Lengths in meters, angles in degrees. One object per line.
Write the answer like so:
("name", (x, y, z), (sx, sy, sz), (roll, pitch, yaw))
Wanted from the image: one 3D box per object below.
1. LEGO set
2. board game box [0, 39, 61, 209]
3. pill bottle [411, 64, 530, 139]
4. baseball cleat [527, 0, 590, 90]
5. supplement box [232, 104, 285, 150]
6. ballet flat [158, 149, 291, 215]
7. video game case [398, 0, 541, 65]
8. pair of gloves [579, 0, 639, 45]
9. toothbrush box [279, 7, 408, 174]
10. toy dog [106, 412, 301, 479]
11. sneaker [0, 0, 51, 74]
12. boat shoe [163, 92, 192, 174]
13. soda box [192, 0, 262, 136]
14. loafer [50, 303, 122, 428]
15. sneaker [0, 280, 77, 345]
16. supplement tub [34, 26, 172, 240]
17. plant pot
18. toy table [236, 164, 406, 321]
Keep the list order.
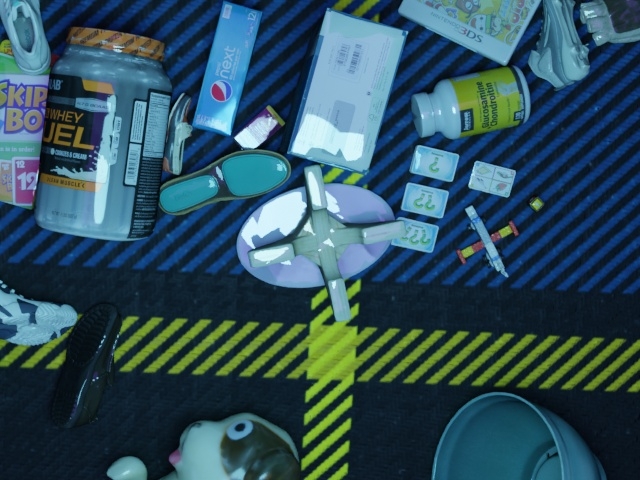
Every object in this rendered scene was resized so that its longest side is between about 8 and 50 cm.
("LEGO set", (0.262, -0.048, 1.611), (0.244, 0.060, 0.182), (14, 99, -7))
("board game box", (-0.502, -0.192, 1.539), (0.124, 0.039, 0.259), (16, 92, -7))
("pill bottle", (0.251, -0.228, 1.565), (0.184, 0.103, 0.103), (-13, 97, -4))
("baseball cleat", (0.388, -0.355, 1.579), (0.072, 0.109, 0.206), (6, 66, -40))
("supplement box", (-0.104, -0.185, 1.563), (0.083, 0.055, 0.043), (-41, 98, 1))
("ballet flat", (-0.159, -0.103, 1.543), (0.232, 0.073, 0.080), (-13, 102, 9))
("video game case", (0.272, -0.437, 1.553), (0.206, 0.026, 0.227), (29, 93, 10))
("pair of gloves", (0.523, -0.463, 1.595), (0.204, 0.042, 0.240), (-23, 96, 1))
("toothbrush box", (0.026, -0.224, 1.449), (0.126, 0.295, 0.216), (15, 96, -5))
("toy dog", (-0.176, 0.481, 1.522), (0.395, 0.284, 0.408), (21, 92, -7))
("sneaker", (-0.482, -0.375, 1.476), (0.080, 0.094, 0.212), (-22, 87, -12))
("boat shoe", (-0.236, -0.177, 1.553), (0.043, 0.049, 0.137), (20, 100, 5))
("soda box", (-0.154, -0.281, 1.539), (0.067, 0.071, 0.210), (15, 95, -6))
("loafer", (-0.388, 0.213, 1.581), (0.080, 0.078, 0.220), (19, 86, 35))
("sneaker", (-0.530, 0.093, 1.539), (0.235, 0.094, 0.153), (-6, 53, -33))
("supplement tub", (-0.341, -0.167, 1.474), (0.193, 0.193, 0.316), (7, 95, -6))
("plant pot", (0.360, 0.418, 1.579), (0.196, 0.293, 0.293), (17, 95, -33))
("toy table", (0.000, 0.000, 1.541), (0.274, 0.161, 0.252), (-24, 98, -3))
